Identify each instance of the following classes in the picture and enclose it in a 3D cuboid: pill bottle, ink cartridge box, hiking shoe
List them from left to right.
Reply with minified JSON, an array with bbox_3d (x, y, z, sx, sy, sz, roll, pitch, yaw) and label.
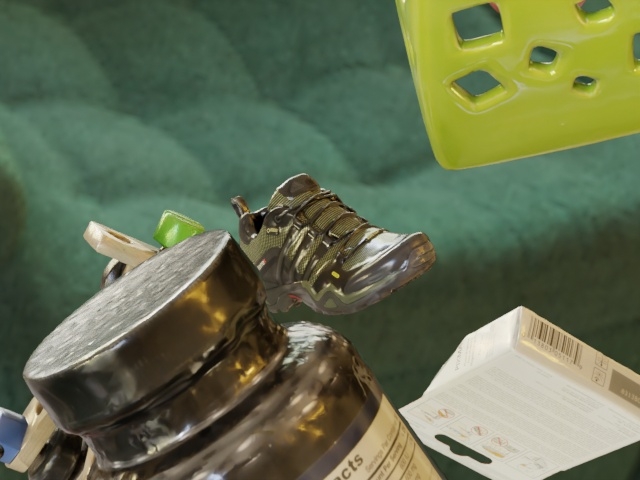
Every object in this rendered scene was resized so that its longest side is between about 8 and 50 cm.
[{"bbox_3d":[-0.012,0.110,0.723,0.219,0.123,0.123,55,31,-13],"label":"pill bottle"},{"bbox_3d":[0.000,0.000,1.649,0.227,0.114,0.086,-7,18,46],"label":"hiking shoe"},{"bbox_3d":[0.202,0.165,1.926,0.189,0.232,0.066,30,59,-21],"label":"ink cartridge box"}]

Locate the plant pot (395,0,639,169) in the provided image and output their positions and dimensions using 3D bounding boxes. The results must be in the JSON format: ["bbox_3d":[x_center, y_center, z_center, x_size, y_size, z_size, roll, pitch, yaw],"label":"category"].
[{"bbox_3d":[0.127,-0.196,0.893,0.227,0.207,0.228,-13,58,9],"label":"plant pot"}]

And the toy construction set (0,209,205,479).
[{"bbox_3d":[-0.097,0.116,1.371,0.309,0.237,0.257,27,-2,1],"label":"toy construction set"}]

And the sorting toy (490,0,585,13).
[{"bbox_3d":[0.218,-0.368,1.736,0.127,0.365,0.126,21,19,16],"label":"sorting toy"}]
